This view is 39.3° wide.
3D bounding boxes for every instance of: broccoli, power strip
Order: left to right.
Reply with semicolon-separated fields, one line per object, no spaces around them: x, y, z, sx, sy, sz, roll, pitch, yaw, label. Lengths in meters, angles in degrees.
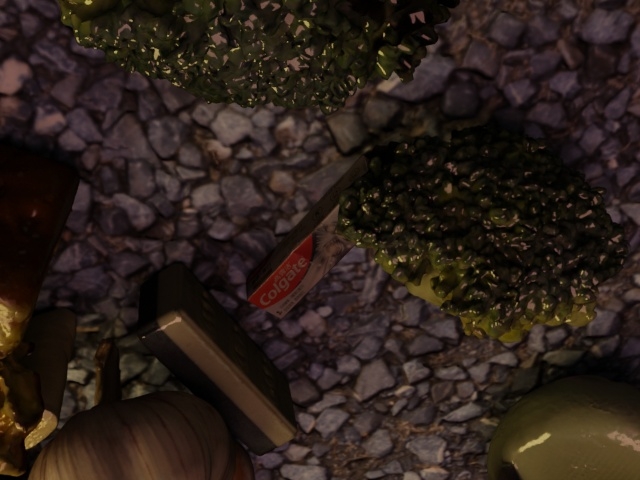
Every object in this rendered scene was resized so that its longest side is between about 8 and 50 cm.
-0.115;0.147;1.067;0.070;0.105;0.257;-29;122;11;power strip
-0.048;-0.251;0.745;0.293;0.348;0.281;-2;97;-51;broccoli
0.160;0.014;0.939;0.288;0.248;0.245;28;143;7;broccoli

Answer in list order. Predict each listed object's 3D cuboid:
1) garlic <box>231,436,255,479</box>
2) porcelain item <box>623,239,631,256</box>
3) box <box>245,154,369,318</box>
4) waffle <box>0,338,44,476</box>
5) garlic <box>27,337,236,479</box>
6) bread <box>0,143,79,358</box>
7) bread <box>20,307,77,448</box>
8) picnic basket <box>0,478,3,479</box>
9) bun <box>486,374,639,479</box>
-0.191;0.349;1.173;0.214;0.191;0.160;-9;152;-12;garlic
0.325;0.002;1.059;0.083;0.028;0.036;18;104;-15;porcelain item
0.000;0.000;1.018;0.055;0.039;0.218;33;115;-26;box
-0.381;0.144;0.933;0.283;0.309;0.065;9;168;32;waffle
-0.220;0.227;1.004;0.245;0.253;0.245;-21;154;-11;garlic
-0.345;-0.009;0.863;0.184;0.234;0.110;17;124;-15;bread
-0.343;0.164;1.013;0.139;0.178;0.060;-34;121;14;bread
-0.445;0.473;1.132;0.337;0.293;0.337;17;126;25;picnic basket
0.362;0.282;1.176;0.283;0.179;0.283;9;124;14;bun
